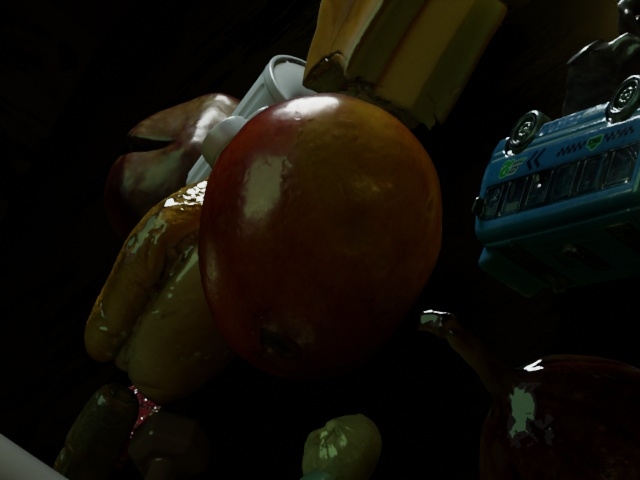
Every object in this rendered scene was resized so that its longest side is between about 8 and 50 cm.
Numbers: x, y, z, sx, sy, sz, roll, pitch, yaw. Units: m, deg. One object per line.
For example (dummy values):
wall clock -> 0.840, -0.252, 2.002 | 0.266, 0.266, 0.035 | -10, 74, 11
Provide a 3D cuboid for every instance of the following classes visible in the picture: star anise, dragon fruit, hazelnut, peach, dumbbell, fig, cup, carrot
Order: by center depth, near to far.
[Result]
fig -> 0.173, 0.136, 1.159 | 0.149, 0.202, 0.148 | -20, 29, -13
star anise -> 0.314, -0.182, 1.488 | 0.257, 0.110, 0.198 | -26, 32, 43
peach -> 0.000, 0.000, 1.726 | 0.281, 0.238, 0.281 | -21, 53, 30
dumbbell -> -0.181, 0.286, 1.878 | 0.092, 0.082, 0.231 | -41, 22, 37
carrot -> -0.289, 0.304, 2.015 | 0.070, 0.070, 0.342 | -89, 22, -62
cup -> -0.072, -0.110, 2.144 | 0.202, 0.221, 0.167 | -49, 36, 24
dragon fruit -> -0.225, 0.220, 2.188 | 0.097, 0.063, 0.131 | -3, 44, 25
hazelnut -> -0.165, -0.076, 2.363 | 0.251, 0.217, 0.217 | -49, 16, -19

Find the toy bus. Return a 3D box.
toy bus -> 0.230, -0.037, 1.414 | 0.246, 0.113, 0.134 | -17, 46, 59

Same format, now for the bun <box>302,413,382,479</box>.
bun -> 0.015, 0.194, 1.606 | 0.086, 0.055, 0.086 | -45, 20, 21

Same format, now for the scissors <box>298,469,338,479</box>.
scissors -> -0.059, 0.285, 1.645 | 0.191, 0.029, 0.360 | -69, 14, -3

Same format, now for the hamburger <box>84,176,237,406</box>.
hamburger -> -0.125, 0.039, 1.975 | 0.290, 0.170, 0.314 | -47, -8, -45

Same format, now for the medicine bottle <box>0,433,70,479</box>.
medicine bottle -> -0.275, 0.319, 1.627 | 0.208, 0.340, 0.208 | -46, 19, 21

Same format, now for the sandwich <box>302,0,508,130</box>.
sandwich -> 0.074, -0.233, 2.065 | 0.198, 0.155, 0.227 | -60, 22, -3
